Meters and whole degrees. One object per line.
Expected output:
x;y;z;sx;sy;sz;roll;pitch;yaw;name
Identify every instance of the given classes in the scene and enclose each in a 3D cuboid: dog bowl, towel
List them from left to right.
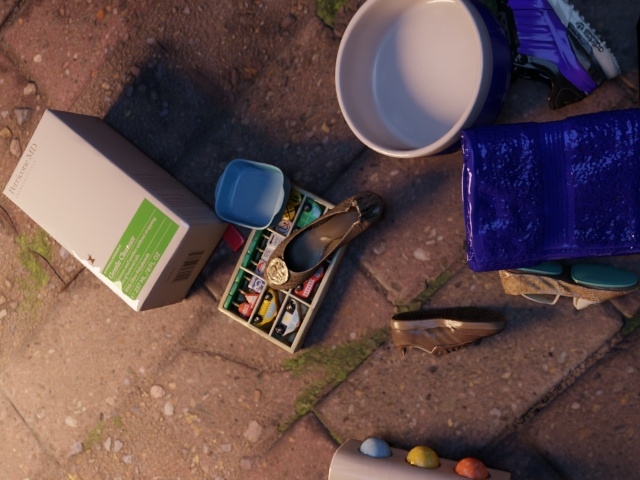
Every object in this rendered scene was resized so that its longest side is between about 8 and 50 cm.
0.157;-0.262;1.144;0.265;0.104;0.265;5;98;38;dog bowl
0.361;-0.066;1.063;0.308;0.076;0.228;-7;113;5;towel

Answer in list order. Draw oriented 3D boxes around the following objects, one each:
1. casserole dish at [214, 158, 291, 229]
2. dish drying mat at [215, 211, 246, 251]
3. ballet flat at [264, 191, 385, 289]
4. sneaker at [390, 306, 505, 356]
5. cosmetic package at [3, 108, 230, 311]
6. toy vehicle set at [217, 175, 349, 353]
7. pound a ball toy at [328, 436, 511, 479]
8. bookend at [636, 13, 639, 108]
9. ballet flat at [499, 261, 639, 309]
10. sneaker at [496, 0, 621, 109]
-0.116;-0.079;1.287;0.188;0.037;0.114;16;89;44;casserole dish
-0.173;-0.019;1.354;0.032;0.008;0.083;-47;75;14;dish drying mat
0.000;0.000;1.227;0.250;0.058;0.084;-34;79;16;ballet flat
0.210;0.153;1.200;0.188;0.066;0.071;-2;106;24;sneaker
-0.375;-0.060;1.348;0.365;0.155;0.197;36;105;15;cosmetic package
-0.058;0.042;1.298;0.166;0.035;0.267;27;99;18;toy vehicle set
0.168;0.400;1.129;0.319;0.208;0.136;6;93;20;pound a ball toy
0.548;-0.255;1.066;0.157;0.072;0.156;-1;89;19;bookend
0.382;0.069;1.138;0.206;0.073;0.067;9;120;22;ballet flat
0.312;-0.325;1.133;0.146;0.102;0.293;-40;78;16;sneaker
